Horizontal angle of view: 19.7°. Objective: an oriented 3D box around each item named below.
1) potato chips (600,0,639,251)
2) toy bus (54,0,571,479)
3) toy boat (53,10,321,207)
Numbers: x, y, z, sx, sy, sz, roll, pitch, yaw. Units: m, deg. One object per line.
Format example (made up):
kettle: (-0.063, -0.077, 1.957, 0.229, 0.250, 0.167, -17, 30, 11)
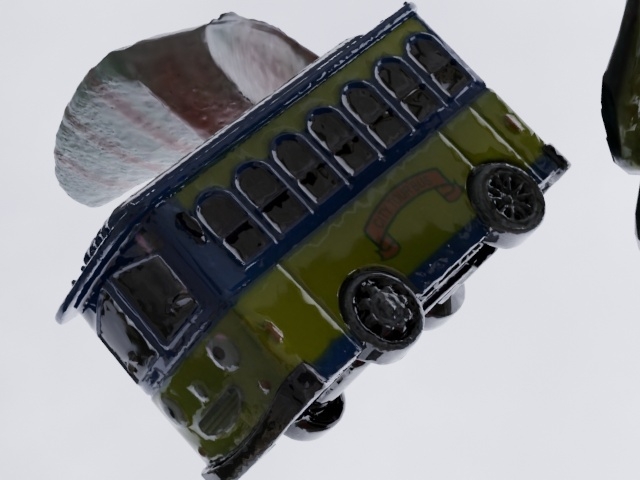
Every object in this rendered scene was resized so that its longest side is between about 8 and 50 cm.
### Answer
potato chips: (0.299, -0.124, 1.035, 0.358, 0.429, 0.070, -20, -147, -28)
toy bus: (0.000, 0.000, 1.110, 0.175, 0.287, 0.138, 47, -40, 5)
toy boat: (-0.136, -0.090, 1.497, 0.282, 0.206, 0.096, -21, -119, 41)
